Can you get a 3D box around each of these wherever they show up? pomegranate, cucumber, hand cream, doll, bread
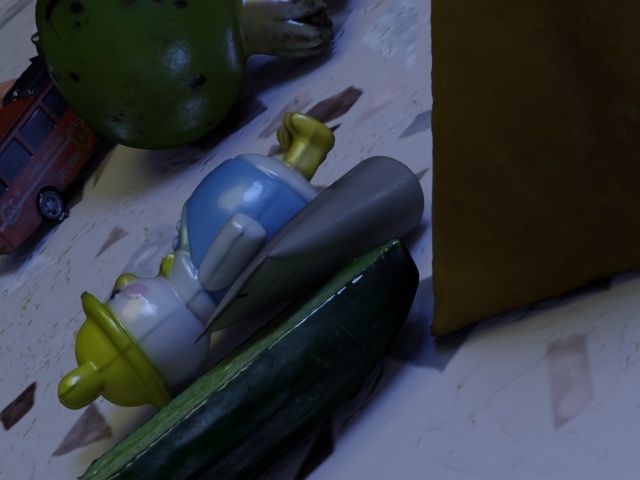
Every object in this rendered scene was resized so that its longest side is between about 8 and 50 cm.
[{"bbox_3d":[-0.112,-0.176,1.449,0.248,0.202,0.202,-6,31,5],"label":"pomegranate"},{"bbox_3d":[-0.036,0.092,1.011,0.244,0.063,0.115,-40,6,3],"label":"cucumber"},{"bbox_3d":[0.000,0.000,1.074,0.186,0.054,0.087,-33,-12,-46],"label":"hand cream"},{"bbox_3d":[-0.074,0.024,1.146,0.241,0.099,0.135,-43,30,-12],"label":"doll"},{"bbox_3d":[0.093,-0.174,0.939,0.245,0.362,0.233,-18,33,33],"label":"bread"}]

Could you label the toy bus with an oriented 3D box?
[{"bbox_3d":[-0.244,-0.083,1.559,0.073,0.096,0.235,-12,37,40],"label":"toy bus"}]
